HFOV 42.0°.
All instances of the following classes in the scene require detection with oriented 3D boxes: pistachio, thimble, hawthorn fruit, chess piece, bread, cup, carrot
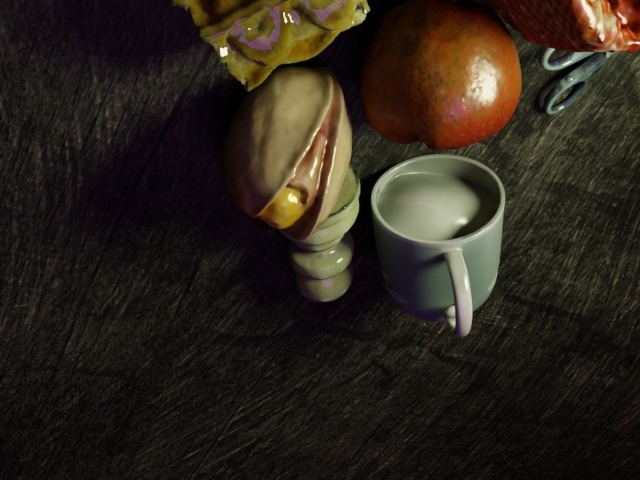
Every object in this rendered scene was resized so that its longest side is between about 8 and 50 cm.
[{"bbox_3d":[-0.047,-0.160,1.444,0.229,0.309,0.230,8,154,4],"label":"pistachio"},{"bbox_3d":[0.422,-0.469,1.290,0.350,0.230,0.350,-11,114,-27],"label":"thimble"},{"bbox_3d":[0.208,-0.308,1.417,0.276,0.277,0.298,-7,122,-16],"label":"hawthorn fruit"},{"bbox_3d":[0.000,0.000,1.681,0.182,0.182,0.330,-16,140,-7],"label":"chess piece"},{"bbox_3d":[-0.078,-0.376,1.276,0.252,0.196,0.238,-34,135,7],"label":"bread"},{"bbox_3d":[0.249,0.042,1.681,0.259,0.357,0.275,-10,136,0],"label":"cup"},{"bbox_3d":[-0.134,-0.107,1.600,0.068,0.069,0.229,-24,136,1],"label":"carrot"}]

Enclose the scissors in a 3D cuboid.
[{"bbox_3d":[0.586,-0.398,1.595,0.383,0.029,0.256,-32,154,6],"label":"scissors"}]
